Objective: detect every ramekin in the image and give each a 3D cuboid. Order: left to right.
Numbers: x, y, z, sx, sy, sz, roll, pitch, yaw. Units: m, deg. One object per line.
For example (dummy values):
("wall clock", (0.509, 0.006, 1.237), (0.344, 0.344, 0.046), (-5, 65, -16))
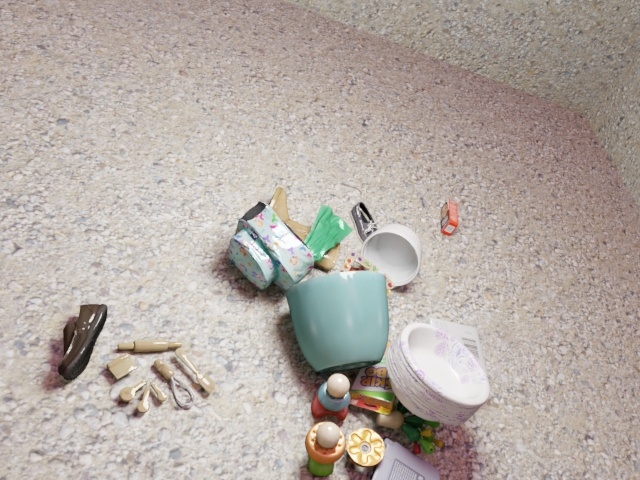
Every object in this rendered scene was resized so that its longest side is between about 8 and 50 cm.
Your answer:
("ramekin", (0.249, 0.042, 2.020), (0.207, 0.207, 0.109), (36, 33, 4))

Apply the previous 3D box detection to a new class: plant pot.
("plant pot", (0.061, 0.241, 1.668), (0.293, 0.293, 0.235), (1, 69, -29))

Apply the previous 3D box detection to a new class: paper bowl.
("paper bowl", (0.303, 0.374, 1.617), (0.284, 0.148, 0.284), (26, 28, -15))

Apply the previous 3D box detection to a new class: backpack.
("backpack", (-0.149, 0.038, 1.775), (0.253, 0.225, 0.191), (40, 65, 3))

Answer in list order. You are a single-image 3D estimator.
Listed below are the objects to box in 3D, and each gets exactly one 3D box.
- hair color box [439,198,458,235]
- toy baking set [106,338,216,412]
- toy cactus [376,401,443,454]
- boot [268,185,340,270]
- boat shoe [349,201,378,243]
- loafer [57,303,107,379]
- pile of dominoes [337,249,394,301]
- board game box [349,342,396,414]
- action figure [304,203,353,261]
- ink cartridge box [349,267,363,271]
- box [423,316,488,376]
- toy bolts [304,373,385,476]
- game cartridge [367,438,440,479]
("hair color box", (0.519, -0.094, 2.397), (0.043, 0.072, 0.141), (22, 42, -11))
("toy baking set", (-0.400, 0.335, 1.490), (0.256, 0.030, 0.197), (-1, 54, -30))
("toy cactus", (0.241, 0.502, 1.649), (0.180, 0.112, 0.219), (8, 40, -13))
("boot", (-0.061, -0.040, 2.001), (0.269, 0.089, 0.236), (23, 55, -9))
("boat shoe", (0.170, -0.053, 2.158), (0.075, 0.065, 0.206), (-3, 52, -33))
("loafer", (-0.588, 0.241, 1.438), (0.078, 0.080, 0.220), (14, 39, -5))
("pile of dominoes", (0.136, 0.162, 1.915), (0.196, 0.040, 0.251), (32, 54, -2))
("board game box", (0.176, 0.389, 1.718), (0.124, 0.039, 0.259), (12, 36, 18))
("action figure", (0.000, 0.000, 1.912), (0.137, 0.063, 0.232), (37, 50, -2))
("ink cartridge box", (0.132, 0.130, 1.989), (0.062, 0.029, 0.115), (8, 49, -24))
("box", (0.403, 0.360, 1.864), (0.181, 0.119, 0.181), (14, 45, -17))
("toy bolts", (0.064, 0.458, 1.518), (0.218, 0.158, 0.228), (3, 46, -10))
("game cartridge", (0.199, 0.672, 1.501), (0.196, 0.060, 0.294), (31, 42, 4))
